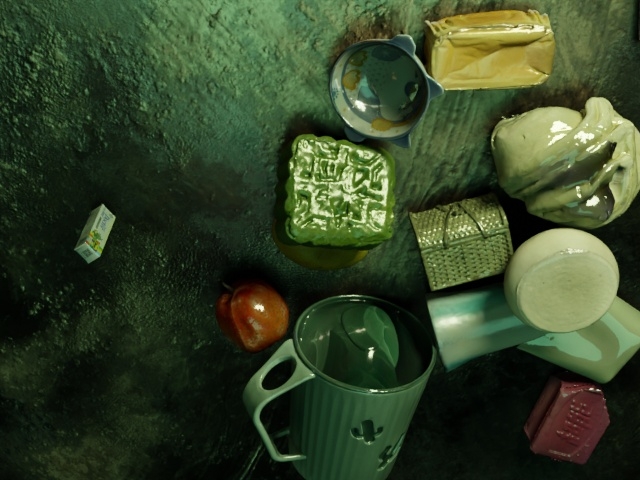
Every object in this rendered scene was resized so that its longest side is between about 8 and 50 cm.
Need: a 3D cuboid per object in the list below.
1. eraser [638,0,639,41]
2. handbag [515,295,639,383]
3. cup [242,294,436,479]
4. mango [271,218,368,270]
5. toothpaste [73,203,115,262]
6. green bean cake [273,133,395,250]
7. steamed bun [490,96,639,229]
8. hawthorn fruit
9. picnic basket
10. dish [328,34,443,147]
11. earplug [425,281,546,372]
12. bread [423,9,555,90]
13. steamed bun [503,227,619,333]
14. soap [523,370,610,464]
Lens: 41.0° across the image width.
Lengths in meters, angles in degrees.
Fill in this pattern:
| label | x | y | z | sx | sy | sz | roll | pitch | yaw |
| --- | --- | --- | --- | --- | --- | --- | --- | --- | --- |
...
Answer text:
| label | x | y | z | sx | sy | sz | roll | pitch | yaw |
| --- | --- | --- | --- | --- | --- | --- | --- | --- | --- |
| eraser | 0.654 | -0.481 | 1.638 | 0.082 | 0.036 | 0.225 | -8 | 121 | 4 |
| handbag | 0.586 | 0.197 | 2.000 | 0.315 | 0.109 | 0.241 | 26 | 115 | -13 |
| cup | 0.031 | 0.345 | 1.951 | 0.401 | 0.310 | 0.392 | 9 | 125 | -1 |
| mango | 0.000 | 0.000 | 1.862 | 0.227 | 0.099 | 0.136 | 17 | 112 | -22 |
| toothpaste | -0.470 | -0.016 | 1.785 | 0.034 | 0.164 | 0.046 | -31 | 117 | 17 |
| green bean cake | 0.034 | -0.091 | 1.750 | 0.248 | 0.125 | 0.222 | 6 | 82 | -19 |
| steamed bun | 0.512 | -0.144 | 1.736 | 0.320 | 0.206 | 0.275 | -6 | 123 | 5 |
| hawthorn fruit | -0.164 | 0.151 | 1.908 | 0.157 | 0.157 | 0.194 | -33 | 108 | 16 |
| picnic basket | 0.302 | -0.008 | 1.847 | 0.196 | 0.134 | 0.154 | -14 | 124 | 6 |
| dish | 0.133 | -0.297 | 1.676 | 0.236 | 0.086 | 0.228 | -30 | 104 | 36 |
| earplug | 0.413 | 0.171 | 1.922 | 0.324 | 0.185 | 0.185 | -14 | 120 | 7 |
| bread | 0.321 | -0.366 | 1.650 | 0.241 | 0.107 | 0.136 | -4 | 123 | 0 |
| steamed bun | 0.492 | 0.073 | 1.774 | 0.232 | 0.145 | 0.231 | 0 | 120 | 0 |
| soap | 0.626 | 0.430 | 2.144 | 0.162 | 0.099 | 0.250 | 14 | 119 | -3 |
